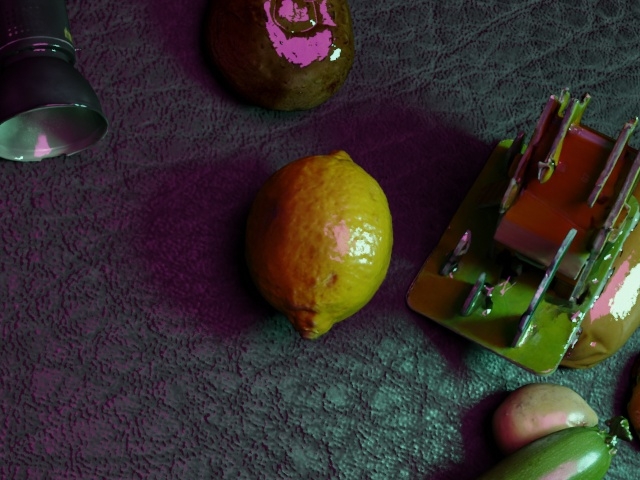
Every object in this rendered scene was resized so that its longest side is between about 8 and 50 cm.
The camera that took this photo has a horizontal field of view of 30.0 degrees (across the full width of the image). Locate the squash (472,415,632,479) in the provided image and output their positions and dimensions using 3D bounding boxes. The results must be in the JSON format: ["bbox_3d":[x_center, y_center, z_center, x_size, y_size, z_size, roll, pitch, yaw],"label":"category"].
[{"bbox_3d":[0.245,0.334,1.541,0.378,0.101,0.101,-27,89,-12],"label":"squash"}]

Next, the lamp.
[{"bbox_3d":[-0.355,-0.226,1.440,0.172,0.147,0.228,-13,73,-5],"label":"lamp"}]

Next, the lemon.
[{"bbox_3d":[0.000,0.000,1.511,0.188,0.188,0.257,17,68,-21],"label":"lemon"}]

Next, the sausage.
[{"bbox_3d":[0.444,0.044,1.765,0.134,0.116,0.354,43,65,-26],"label":"sausage"}]

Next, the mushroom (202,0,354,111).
[{"bbox_3d":[-0.053,-0.286,1.591,0.194,0.138,0.231,-22,86,-29],"label":"mushroom"}]

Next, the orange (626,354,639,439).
[{"bbox_3d":[0.531,0.232,1.760,0.160,0.112,0.170,-22,75,-29],"label":"orange"}]

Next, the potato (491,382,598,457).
[{"bbox_3d":[0.304,0.249,1.643,0.147,0.112,0.112,-9,80,-21],"label":"potato"}]

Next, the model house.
[{"bbox_3d":[0.286,-0.044,1.569,0.242,0.313,0.358,28,64,16],"label":"model house"}]
